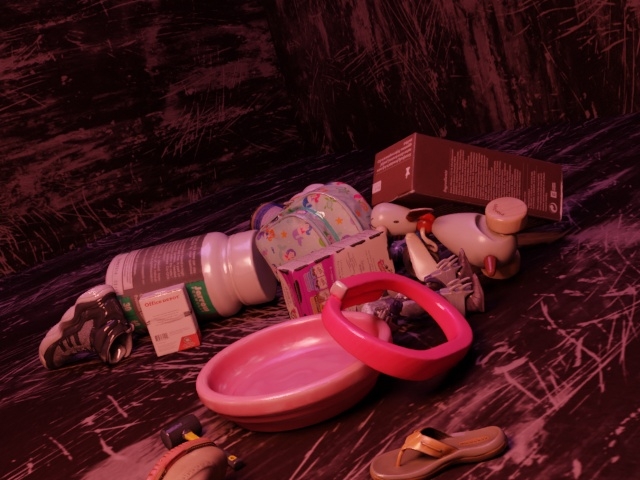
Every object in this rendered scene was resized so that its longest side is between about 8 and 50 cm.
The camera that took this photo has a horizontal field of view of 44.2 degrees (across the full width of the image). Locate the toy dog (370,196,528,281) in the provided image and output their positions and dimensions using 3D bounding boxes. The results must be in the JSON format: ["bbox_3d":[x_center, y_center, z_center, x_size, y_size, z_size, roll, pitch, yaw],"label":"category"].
[{"bbox_3d":[0.256,0.009,1.593,0.334,0.220,0.161,-11,28,33],"label":"toy dog"}]

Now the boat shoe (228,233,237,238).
[{"bbox_3d":[-0.230,0.034,2.189,0.356,0.132,0.130,-6,16,31],"label":"boat shoe"}]

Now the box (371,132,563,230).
[{"bbox_3d":[0.325,-0.119,1.754,0.382,0.143,0.191,8,-11,-22],"label":"box"}]

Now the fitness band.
[{"bbox_3d":[0.127,0.130,1.253,0.209,0.054,0.291,37,24,26],"label":"fitness band"}]

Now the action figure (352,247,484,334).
[{"bbox_3d":[0.156,0.118,1.480,0.285,0.099,0.185,-20,24,2],"label":"action figure"}]

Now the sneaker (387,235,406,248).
[{"bbox_3d":[0.158,0.000,1.947,0.108,0.121,0.302,8,37,36],"label":"sneaker"}]

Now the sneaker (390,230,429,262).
[{"bbox_3d":[0.234,0.017,1.912,0.076,0.064,0.166,13,30,31],"label":"sneaker"}]

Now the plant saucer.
[{"bbox_3d":[-0.036,0.219,1.308,0.332,0.084,0.332,-16,13,4],"label":"plant saucer"}]

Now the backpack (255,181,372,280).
[{"bbox_3d":[0.000,0.000,1.748,0.254,0.225,0.191,-33,-2,29],"label":"backpack"}]

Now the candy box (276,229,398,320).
[{"bbox_3d":[0.041,0.089,1.586,0.234,0.159,0.071,-22,16,-28],"label":"candy box"}]

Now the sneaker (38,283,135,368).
[{"bbox_3d":[-0.519,0.234,1.763,0.268,0.153,0.101,-47,-17,22],"label":"sneaker"}]

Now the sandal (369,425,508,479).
[{"bbox_3d":[0.147,0.260,1.000,0.180,0.049,0.072,-16,13,-1],"label":"sandal"}]

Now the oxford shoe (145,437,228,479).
[{"bbox_3d":[-0.168,0.352,0.924,0.130,0.122,0.348,15,20,12],"label":"oxford shoe"}]

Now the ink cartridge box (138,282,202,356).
[{"bbox_3d":[-0.325,0.171,1.719,0.099,0.135,0.056,-15,13,1],"label":"ink cartridge box"}]

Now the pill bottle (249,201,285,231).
[{"bbox_3d":[-0.100,-0.034,2.298,0.123,0.122,0.219,-24,29,-33],"label":"pill bottle"}]

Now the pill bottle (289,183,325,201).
[{"bbox_3d":[-0.035,-0.033,2.052,0.152,0.152,0.272,-10,32,24],"label":"pill bottle"}]

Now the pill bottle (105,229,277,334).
[{"bbox_3d":[-0.300,0.094,1.861,0.361,0.204,0.204,-13,13,13],"label":"pill bottle"}]

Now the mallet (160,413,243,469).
[{"bbox_3d":[-0.184,0.315,1.197,0.062,0.039,0.190,-21,18,-28],"label":"mallet"}]
